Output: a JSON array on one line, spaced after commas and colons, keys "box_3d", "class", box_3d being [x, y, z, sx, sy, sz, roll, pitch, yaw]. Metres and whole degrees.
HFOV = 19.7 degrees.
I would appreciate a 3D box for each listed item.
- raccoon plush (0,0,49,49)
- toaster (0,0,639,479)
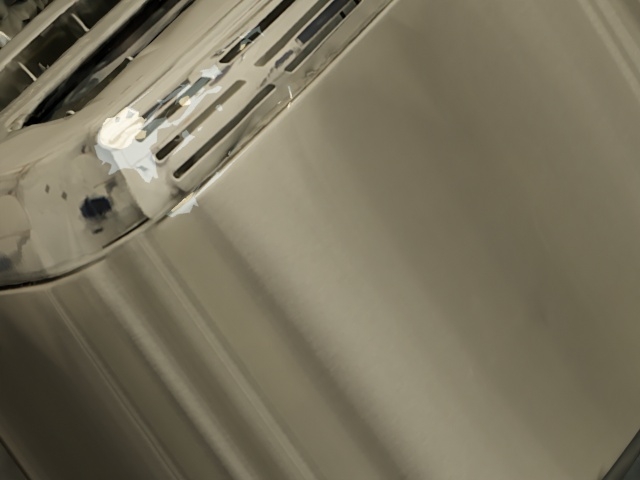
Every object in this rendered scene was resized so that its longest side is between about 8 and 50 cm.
[{"box_3d": [-0.027, -0.216, 0.436, 0.216, 0.446, 0.299, 32, 52, -25], "class": "raccoon plush"}, {"box_3d": [0.000, 0.000, 0.427, 0.227, 0.129, 0.146, -48, 115, -30], "class": "toaster"}]
